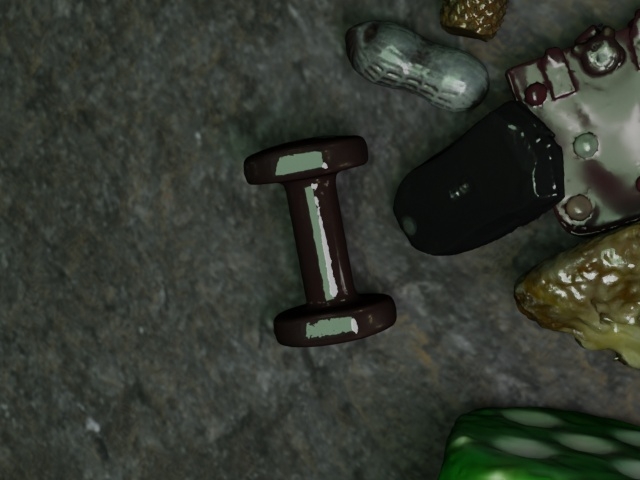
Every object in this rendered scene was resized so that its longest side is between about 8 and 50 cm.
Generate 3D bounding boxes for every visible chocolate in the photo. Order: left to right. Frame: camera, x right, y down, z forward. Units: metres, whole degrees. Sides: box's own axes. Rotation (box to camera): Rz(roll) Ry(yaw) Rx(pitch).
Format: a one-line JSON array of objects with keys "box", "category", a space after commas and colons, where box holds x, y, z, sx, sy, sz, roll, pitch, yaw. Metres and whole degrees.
[{"box": [0.104, -0.190, 1.498, 0.167, 0.072, 0.072, 21, 100, 5], "category": "chocolate"}]

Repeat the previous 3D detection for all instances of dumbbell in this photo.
[{"box": [0.000, 0.000, 1.511, 0.140, 0.124, 0.225, -10, 95, 12], "category": "dumbbell"}]

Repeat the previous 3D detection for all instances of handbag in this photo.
[{"box": [0.323, -0.126, 1.465, 0.203, 0.074, 0.216, -19, 93, 11], "category": "handbag"}]

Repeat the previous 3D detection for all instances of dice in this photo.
[{"box": [0.246, 0.344, 1.424, 0.287, 0.300, 0.297, 13, 100, 12], "category": "dice"}]

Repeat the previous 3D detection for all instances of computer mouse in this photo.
[{"box": [0.173, -0.059, 1.481, 0.217, 0.073, 0.122, -34, 78, 43], "category": "computer mouse"}]

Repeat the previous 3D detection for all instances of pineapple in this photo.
[{"box": [0.179, -0.296, 1.476, 0.074, 0.074, 0.159, 17, 91, 8], "category": "pineapple"}]

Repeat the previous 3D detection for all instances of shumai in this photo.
[{"box": [0.318, 0.062, 1.447, 0.209, 0.161, 0.153, -22, 89, -6], "category": "shumai"}]
